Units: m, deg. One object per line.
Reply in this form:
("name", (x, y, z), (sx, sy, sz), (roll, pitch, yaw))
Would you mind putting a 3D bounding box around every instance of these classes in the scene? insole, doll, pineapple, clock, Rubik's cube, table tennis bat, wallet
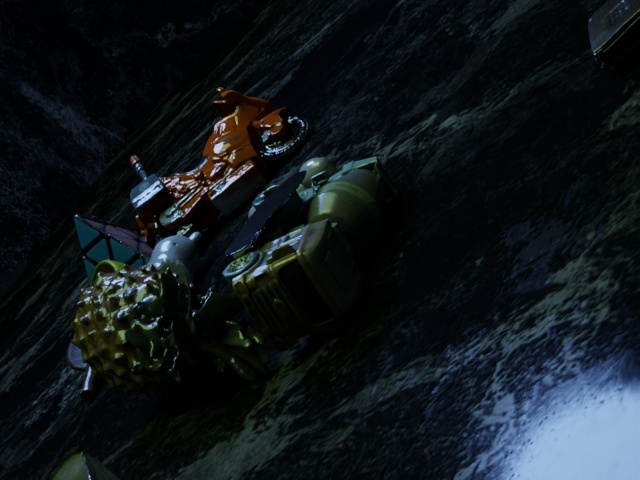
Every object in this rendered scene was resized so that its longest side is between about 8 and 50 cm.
("insole", (-0.056, -0.030, 1.267), (0.053, 0.002, 0.152), (-19, 24, 38))
("doll", (-0.036, -0.045, 1.565), (0.160, 0.059, 0.161), (-38, 17, 30))
("pineapple", (-0.166, 0.110, 1.367), (0.169, 0.169, 0.340), (-52, 23, -17))
("clock", (-0.250, 0.061, 1.842), (0.176, 0.080, 0.117), (-39, 15, 28))
("Rubik's cube", (-0.318, 0.075, 2.071), (0.190, 0.211, 0.178), (-4, -58, -65))
("table tennis bat", (-0.361, 0.140, 1.824), (0.107, 0.119, 0.170), (-17, 36, 12))
("wallet", (0.337, -0.249, 1.093), (0.230, 0.042, 0.124), (-39, 14, 25))

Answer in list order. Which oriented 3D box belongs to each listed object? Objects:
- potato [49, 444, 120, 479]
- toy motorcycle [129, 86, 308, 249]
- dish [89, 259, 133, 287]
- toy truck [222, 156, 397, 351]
("potato", (-0.210, 0.299, 1.099), (0.138, 0.098, 0.243), (-51, 21, -2))
("toy motorcycle", (-0.175, -0.125, 1.999), (0.326, 0.148, 0.221), (-39, 38, 1))
("dish", (-0.269, 0.101, 1.727), (0.208, 0.080, 0.148), (-1, 90, 61))
("toy truck", (0.000, 0.000, 1.275), (0.140, 0.108, 0.256), (-26, 19, 21))
